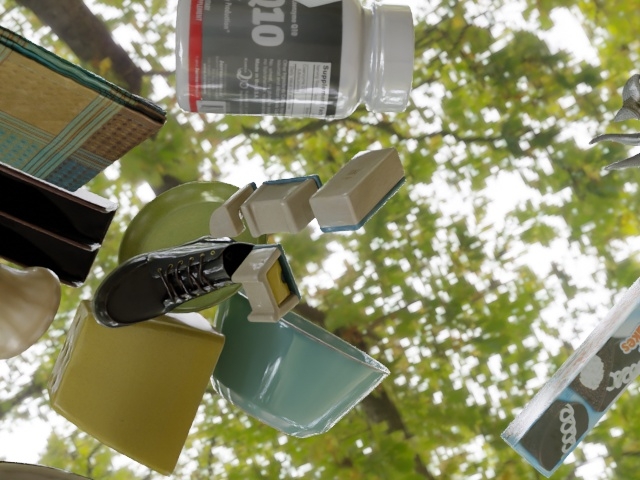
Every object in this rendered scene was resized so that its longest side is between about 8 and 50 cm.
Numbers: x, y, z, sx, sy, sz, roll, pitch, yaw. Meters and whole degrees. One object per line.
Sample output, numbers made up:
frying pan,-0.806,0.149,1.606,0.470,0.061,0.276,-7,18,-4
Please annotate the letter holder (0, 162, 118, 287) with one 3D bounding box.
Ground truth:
letter holder,-0.492,-0.048,1.544,0.302,0.152,0.214,24,179,-8

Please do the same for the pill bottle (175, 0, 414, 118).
pill bottle,-0.033,-0.234,1.229,0.161,0.283,0.161,-178,90,-86

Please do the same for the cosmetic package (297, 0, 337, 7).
cosmetic package,-0.031,-0.371,0.931,0.224,0.138,0.224,17,-101,-40

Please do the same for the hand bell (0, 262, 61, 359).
hand bell,-0.417,0.025,1.098,0.242,0.126,0.126,48,-152,-46

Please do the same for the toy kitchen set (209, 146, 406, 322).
toy kitchen set,0.000,0.000,1.146,0.122,0.207,0.166,-45,-57,-46

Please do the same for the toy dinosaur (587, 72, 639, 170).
toy dinosaur,0.364,-0.052,0.669,0.314,0.160,0.121,35,-154,17

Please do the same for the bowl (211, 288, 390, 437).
bowl,-0.060,0.207,1.605,0.312,0.163,0.311,28,180,0

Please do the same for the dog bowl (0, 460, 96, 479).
dog bowl,-0.269,0.398,0.842,0.408,0.150,0.408,22,-146,-16

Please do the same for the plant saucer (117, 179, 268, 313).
plant saucer,-0.193,0.015,1.519,0.037,0.241,0.240,69,-170,-55

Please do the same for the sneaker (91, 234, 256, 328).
sneaker,-0.186,0.048,1.286,0.222,0.118,0.083,-29,-76,-28

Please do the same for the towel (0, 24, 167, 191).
towel,-0.416,-0.186,1.249,0.370,0.271,0.040,26,-123,-32

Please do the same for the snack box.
snack box,0.362,0.154,1.257,0.060,0.322,0.187,41,178,8

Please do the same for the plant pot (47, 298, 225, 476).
plant pot,-0.282,0.190,1.437,0.187,0.212,0.212,23,178,-19
